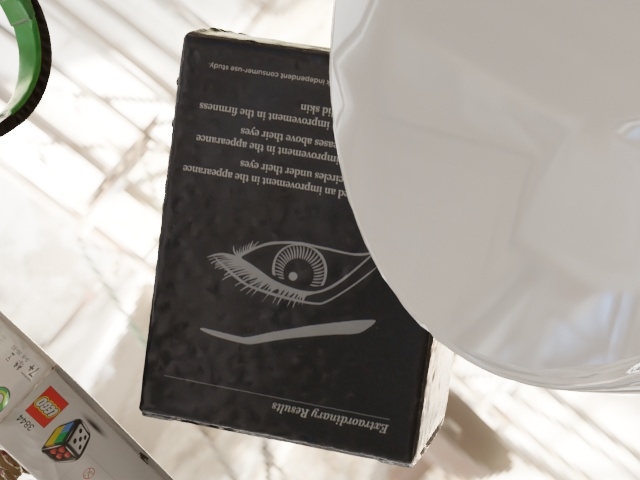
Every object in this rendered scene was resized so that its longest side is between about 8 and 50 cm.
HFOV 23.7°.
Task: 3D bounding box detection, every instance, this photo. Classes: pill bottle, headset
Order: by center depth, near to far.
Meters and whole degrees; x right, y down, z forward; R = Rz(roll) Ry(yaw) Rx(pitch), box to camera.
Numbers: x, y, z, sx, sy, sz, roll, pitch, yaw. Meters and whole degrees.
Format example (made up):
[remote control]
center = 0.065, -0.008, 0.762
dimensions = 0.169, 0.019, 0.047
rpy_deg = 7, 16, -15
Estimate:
[pill bottle]
center = 0.196, -0.035, 0.437
dimensions = 0.363, 0.210, 0.210
rpy_deg = 6, -145, -37
[headset]
center = -0.450, -0.199, 1.692
dimensions = 0.394, 0.185, 0.243
rpy_deg = -38, -72, -40

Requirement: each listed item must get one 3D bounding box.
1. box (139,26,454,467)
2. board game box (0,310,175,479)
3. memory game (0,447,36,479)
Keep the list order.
[box]
center = 0.000, 0.000, 0.818
dimensions = 0.153, 0.207, 0.108
rpy_deg = 11, -171, 12
[board game box]
center = -0.198, 0.077, 0.924
dimensions = 0.305, 0.053, 0.193
rpy_deg = 32, 163, 45
[memory game]
center = -0.245, 0.261, 1.454
dimensions = 0.186, 0.012, 0.186
rpy_deg = 44, -173, -7
